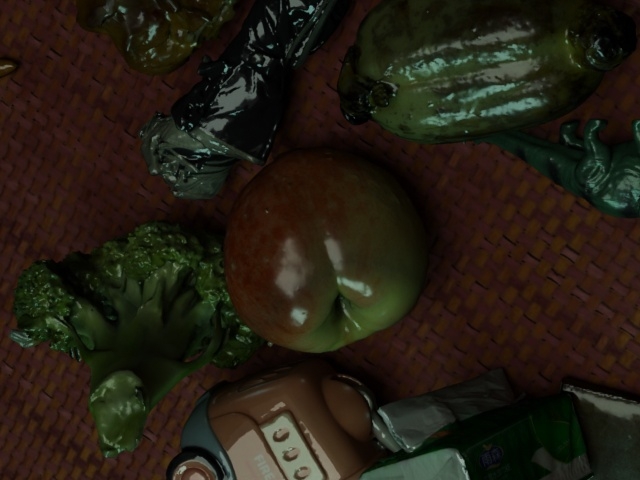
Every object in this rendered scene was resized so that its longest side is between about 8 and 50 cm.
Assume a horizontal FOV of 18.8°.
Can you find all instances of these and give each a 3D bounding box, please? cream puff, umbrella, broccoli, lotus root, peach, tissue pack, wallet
[{"bbox_3d":[-0.168,-0.307,2.051,0.241,0.155,0.269,6,101,19],"label":"cream puff"},{"bbox_3d":[-0.065,-0.188,2.052,0.113,0.106,0.358,25,119,-27],"label":"umbrella"},{"bbox_3d":[-0.205,0.068,2.095,0.254,0.302,0.186,26,113,22],"label":"broccoli"},{"bbox_3d":[0.170,-0.180,1.921,0.309,0.173,0.173,-8,102,27],"label":"lotus root"},{"bbox_3d":[0.000,0.000,2.042,0.232,0.232,0.232,8,108,24],"label":"peach"},{"bbox_3d":[0.154,0.220,2.001,0.148,0.209,0.156,-19,88,42],"label":"tissue pack"},{"bbox_3d":[0.362,0.233,2.021,0.255,0.031,0.137,14,114,23],"label":"wallet"}]

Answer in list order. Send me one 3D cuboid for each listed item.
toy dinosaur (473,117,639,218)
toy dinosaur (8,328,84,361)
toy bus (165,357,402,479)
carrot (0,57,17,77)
[{"bbox_3d":[0.286,-0.090,1.936,0.292,0.079,0.120,26,113,20],"label":"toy dinosaur"},{"bbox_3d":[-0.282,0.099,2.290,0.187,0.044,0.106,5,119,4],"label":"toy dinosaur"},{"bbox_3d":[-0.012,0.264,2.133,0.232,0.194,0.288,-32,89,17],"label":"toy bus"},{"bbox_3d":[-0.432,-0.190,2.277,0.190,0.037,0.037,-7,102,23],"label":"carrot"}]
